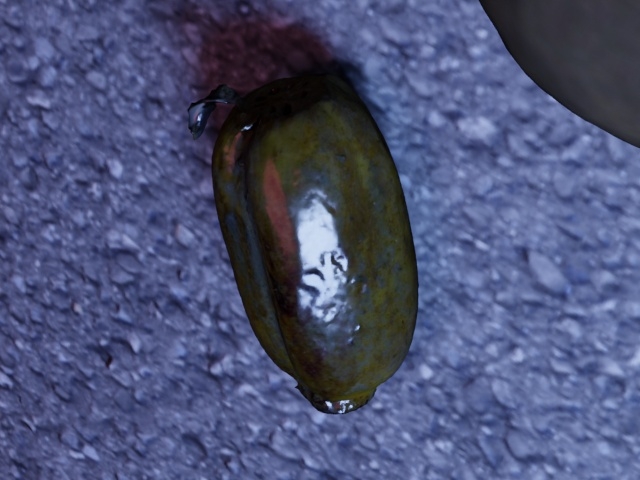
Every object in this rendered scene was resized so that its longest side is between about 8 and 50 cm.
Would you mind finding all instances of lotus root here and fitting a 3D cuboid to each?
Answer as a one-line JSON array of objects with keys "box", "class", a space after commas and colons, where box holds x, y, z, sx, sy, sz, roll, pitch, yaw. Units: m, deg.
[{"box": [0.000, 0.000, 1.019, 0.124, 0.123, 0.241, 33, 142, 55], "class": "lotus root"}]

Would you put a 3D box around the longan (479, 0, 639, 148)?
[{"box": [0.204, -0.170, 0.660, 0.297, 0.297, 0.297, 18, 126, 27], "class": "longan"}]
